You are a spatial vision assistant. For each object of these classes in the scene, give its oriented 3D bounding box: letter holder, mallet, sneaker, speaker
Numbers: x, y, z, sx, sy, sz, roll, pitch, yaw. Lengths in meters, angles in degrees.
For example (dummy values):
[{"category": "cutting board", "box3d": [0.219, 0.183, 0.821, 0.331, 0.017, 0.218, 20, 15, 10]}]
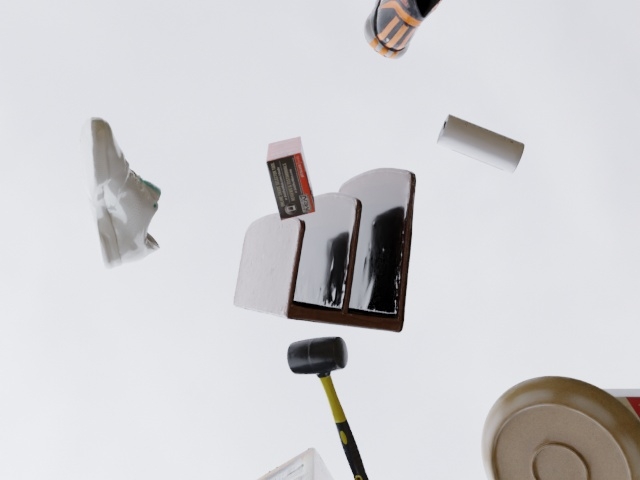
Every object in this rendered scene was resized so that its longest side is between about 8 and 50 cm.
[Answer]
[{"category": "letter holder", "box3d": [0.000, 0.000, 1.386, 0.152, 0.302, 0.214, 8, -93, -17]}, {"category": "mallet", "box3d": [0.028, 0.188, 1.127, 0.189, 0.062, 0.039, 64, -151, -13]}, {"category": "sneaker", "box3d": [0.182, -0.486, 1.896, 0.125, 0.180, 0.321, 25, -131, -20]}, {"category": "speaker", "box3d": [0.261, -0.159, 1.693, 0.136, 0.055, 0.055, 21, -137, -2]}, {"category": "sneaker", "box3d": [-0.249, -0.066, 1.314, 0.094, 0.212, 0.080, -14, -143, -17]}]

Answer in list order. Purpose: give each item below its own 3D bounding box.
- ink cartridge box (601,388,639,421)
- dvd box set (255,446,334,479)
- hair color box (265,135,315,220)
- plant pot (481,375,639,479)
[{"category": "ink cartridge box", "box3d": [0.400, 0.263, 1.335, 0.056, 0.099, 0.135, -13, -81, -72]}, {"category": "dvd box set", "box3d": [-0.121, 0.356, 1.086, 0.062, 0.308, 0.420, 59, 179, 1]}, {"category": "hair color box", "box3d": [-0.035, -0.075, 1.205, 0.141, 0.043, 0.072, -95, -9, -76]}, {"category": "plant pot", "box3d": [0.308, 0.288, 1.311, 0.236, 0.236, 0.032, 54, -146, 8]}]
